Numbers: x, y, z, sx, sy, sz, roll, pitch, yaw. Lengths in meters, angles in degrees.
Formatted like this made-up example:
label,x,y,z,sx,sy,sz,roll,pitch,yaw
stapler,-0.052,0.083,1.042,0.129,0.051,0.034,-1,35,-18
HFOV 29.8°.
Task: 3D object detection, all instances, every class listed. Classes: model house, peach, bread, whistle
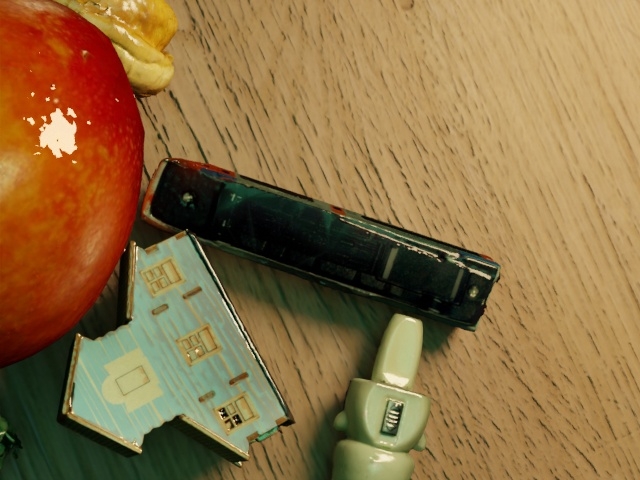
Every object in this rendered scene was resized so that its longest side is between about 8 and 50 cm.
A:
label,x,y,z,sx,sy,sz,roll,pitch,yaw
model house,-0.183,0.143,1.273,0.206,0.178,0.271,-28,90,-20
peach,-0.345,-0.066,1.156,0.388,0.388,0.388,2,80,-11
bread,-0.261,-0.246,1.315,0.236,0.198,0.120,29,92,-5
whistle,0.070,0.204,1.359,0.110,0.092,0.244,14,80,-7

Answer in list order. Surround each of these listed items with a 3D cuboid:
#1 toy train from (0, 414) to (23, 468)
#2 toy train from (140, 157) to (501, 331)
label,x,y,z,sx,sy,sz,roll,pitch,yaw
toy train,-0.447,0.184,1.255,0.269,0.115,0.154,41,74,3
toy train,0.000,0.000,1.380,0.409,0.089,0.086,18,101,-7
